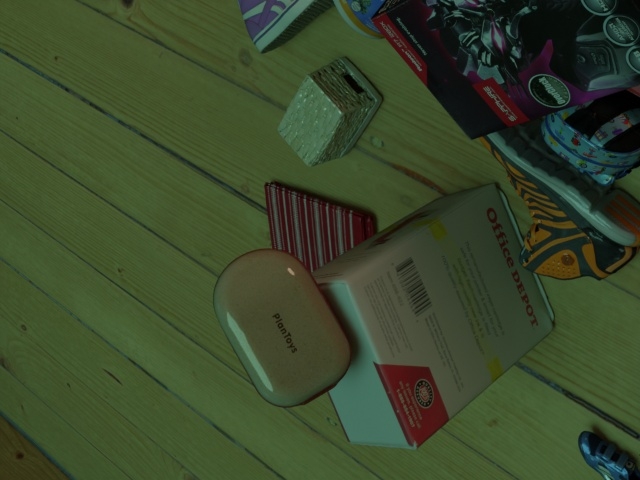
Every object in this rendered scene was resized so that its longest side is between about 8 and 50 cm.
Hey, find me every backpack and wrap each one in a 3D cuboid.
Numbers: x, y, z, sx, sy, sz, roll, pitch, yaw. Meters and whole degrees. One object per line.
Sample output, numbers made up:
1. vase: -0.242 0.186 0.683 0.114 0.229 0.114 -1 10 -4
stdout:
1. backpack: 0.381 -0.153 1.354 0.158 0.173 0.117 43 137 17

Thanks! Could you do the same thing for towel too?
1. towel: 0.000 0.000 1.945 0.274 0.031 0.199 21 129 38

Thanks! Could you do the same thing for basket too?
1. basket: 0.012 -0.223 1.741 0.113 0.103 0.167 49 139 13

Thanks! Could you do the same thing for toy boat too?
1. toy boat: -0.061 0.124 1.433 0.231 0.151 0.151 61 172 1

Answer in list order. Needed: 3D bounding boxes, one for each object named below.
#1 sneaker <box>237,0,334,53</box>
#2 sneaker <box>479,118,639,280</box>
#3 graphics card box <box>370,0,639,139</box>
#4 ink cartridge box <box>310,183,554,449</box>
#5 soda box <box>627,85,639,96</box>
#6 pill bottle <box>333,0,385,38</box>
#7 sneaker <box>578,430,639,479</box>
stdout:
1. sneaker: -0.062 -0.448 1.687 0.282 0.102 0.161 -23 92 50
2. sneaker: 0.330 -0.055 1.503 0.321 0.124 0.180 46 137 15
3. graphics card box: 0.255 -0.270 1.218 0.233 0.094 0.371 47 150 -18
4. ink cartridge box: 0.170 0.114 1.570 0.160 0.384 0.279 -12 104 51
5. soda box: 0.391 -0.267 1.289 0.263 0.092 0.083 31 128 10
6. pill bottle: 0.152 -0.414 1.446 0.272 0.152 0.152 -19 99 49
7. sneaker: 0.495 0.374 1.650 0.144 0.053 0.059 47 140 1
